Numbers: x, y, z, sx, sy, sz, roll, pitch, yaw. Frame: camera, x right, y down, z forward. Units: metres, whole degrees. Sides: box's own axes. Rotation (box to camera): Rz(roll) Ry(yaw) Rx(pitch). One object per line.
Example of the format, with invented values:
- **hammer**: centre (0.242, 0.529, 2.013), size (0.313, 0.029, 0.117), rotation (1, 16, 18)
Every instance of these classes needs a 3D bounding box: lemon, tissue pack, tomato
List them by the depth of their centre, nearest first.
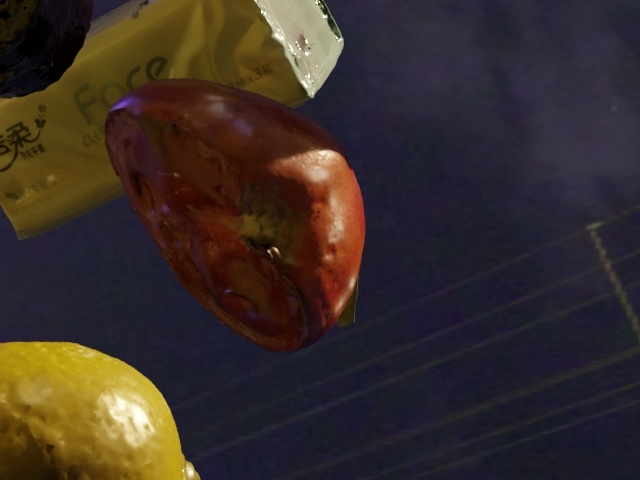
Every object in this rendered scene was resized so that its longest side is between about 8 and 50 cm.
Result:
- **tomato**: centre (-0.051, -0.038, 1.126), size (0.200, 0.139, 0.233), rotation (6, -52, 55)
- **lemon**: centre (-0.258, 0.213, 1.263), size (0.284, 0.260, 0.260), rotation (-22, -107, 0)
- **tissue pack**: centre (-0.201, -0.197, 1.804), size (0.405, 0.332, 0.205), rotation (-26, -76, 15)

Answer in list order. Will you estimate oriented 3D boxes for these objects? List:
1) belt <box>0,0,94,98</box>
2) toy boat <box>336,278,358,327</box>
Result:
- **belt**: centre (-0.258, -0.218, 0.882), size (0.184, 0.164, 0.289), rotation (-31, -94, 7)
- **toy boat**: centre (0.000, -0.001, 1.522), size (0.071, 0.089, 0.185), rotation (-122, -165, -72)
